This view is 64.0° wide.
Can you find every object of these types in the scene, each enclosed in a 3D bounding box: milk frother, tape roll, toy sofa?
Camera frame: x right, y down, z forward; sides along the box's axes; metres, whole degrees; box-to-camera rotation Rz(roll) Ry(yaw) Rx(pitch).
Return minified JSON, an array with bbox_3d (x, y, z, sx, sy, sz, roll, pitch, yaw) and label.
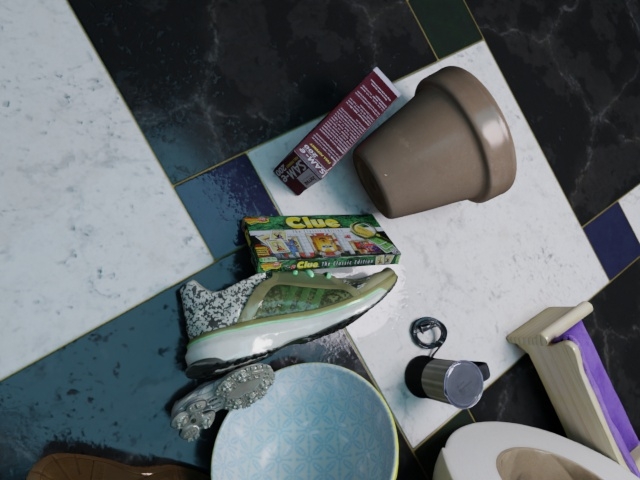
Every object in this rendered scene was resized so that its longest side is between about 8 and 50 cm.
[{"bbox_3d":[0.228,0.223,0.955,0.129,0.134,0.143,-32,94,-23],"label":"milk frother"},{"bbox_3d":[0.390,0.438,0.855,0.392,0.392,0.072,7,102,-20],"label":"tape roll"},{"bbox_3d":[0.558,0.319,1.048,0.150,0.177,0.363,-26,91,-22],"label":"toy sofa"}]

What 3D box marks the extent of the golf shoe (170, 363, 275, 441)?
[{"bbox_3d":[-0.161,0.240,0.824,0.176,0.086,0.069,-25,112,-17],"label":"golf shoe"}]

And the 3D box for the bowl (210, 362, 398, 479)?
[{"bbox_3d":[-0.012,0.360,0.811,0.289,0.289,0.156,-40,139,-22],"label":"bowl"}]

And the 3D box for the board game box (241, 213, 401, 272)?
[{"bbox_3d":[0.000,0.000,0.911,0.259,0.136,0.030,-3,124,-22],"label":"board game box"}]

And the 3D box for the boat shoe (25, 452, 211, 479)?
[{"bbox_3d":[-0.268,0.419,0.759,0.342,0.123,0.123,22,105,-22],"label":"boat shoe"}]

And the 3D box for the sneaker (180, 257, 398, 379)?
[{"bbox_3d":[-0.051,0.084,0.872,0.410,0.158,0.182,-16,75,-26],"label":"sneaker"}]

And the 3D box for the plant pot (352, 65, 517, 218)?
[{"bbox_3d":[0.192,-0.155,0.961,0.229,0.263,0.263,-29,93,-4],"label":"plant pot"}]

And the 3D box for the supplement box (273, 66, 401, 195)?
[{"bbox_3d":[0.029,-0.198,0.943,0.073,0.130,0.239,44,69,-9],"label":"supplement box"}]
